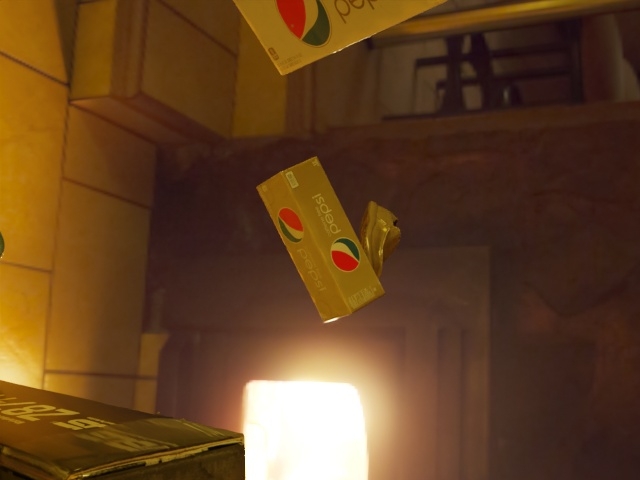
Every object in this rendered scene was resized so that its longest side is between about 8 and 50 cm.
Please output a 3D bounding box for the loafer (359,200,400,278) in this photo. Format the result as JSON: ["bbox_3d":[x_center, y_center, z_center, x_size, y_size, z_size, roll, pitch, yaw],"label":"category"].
[{"bbox_3d":[0.076,0.001,1.180,0.148,0.050,0.056,-80,-175,-51],"label":"loafer"}]

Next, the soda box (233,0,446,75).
[{"bbox_3d":[0.027,-0.181,0.623,0.069,0.216,0.074,-42,107,-27],"label":"soda box"}]

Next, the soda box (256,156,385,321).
[{"bbox_3d":[0.000,0.000,1.074,0.058,0.061,0.181,-27,91,-36],"label":"soda box"}]

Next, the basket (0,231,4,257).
[{"bbox_3d":[-0.524,-0.046,1.012,0.255,0.201,0.289,-30,108,-17],"label":"basket"}]

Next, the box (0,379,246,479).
[{"bbox_3d":[-0.157,0.279,0.479,0.097,0.318,0.394,-2,91,-44],"label":"box"}]
